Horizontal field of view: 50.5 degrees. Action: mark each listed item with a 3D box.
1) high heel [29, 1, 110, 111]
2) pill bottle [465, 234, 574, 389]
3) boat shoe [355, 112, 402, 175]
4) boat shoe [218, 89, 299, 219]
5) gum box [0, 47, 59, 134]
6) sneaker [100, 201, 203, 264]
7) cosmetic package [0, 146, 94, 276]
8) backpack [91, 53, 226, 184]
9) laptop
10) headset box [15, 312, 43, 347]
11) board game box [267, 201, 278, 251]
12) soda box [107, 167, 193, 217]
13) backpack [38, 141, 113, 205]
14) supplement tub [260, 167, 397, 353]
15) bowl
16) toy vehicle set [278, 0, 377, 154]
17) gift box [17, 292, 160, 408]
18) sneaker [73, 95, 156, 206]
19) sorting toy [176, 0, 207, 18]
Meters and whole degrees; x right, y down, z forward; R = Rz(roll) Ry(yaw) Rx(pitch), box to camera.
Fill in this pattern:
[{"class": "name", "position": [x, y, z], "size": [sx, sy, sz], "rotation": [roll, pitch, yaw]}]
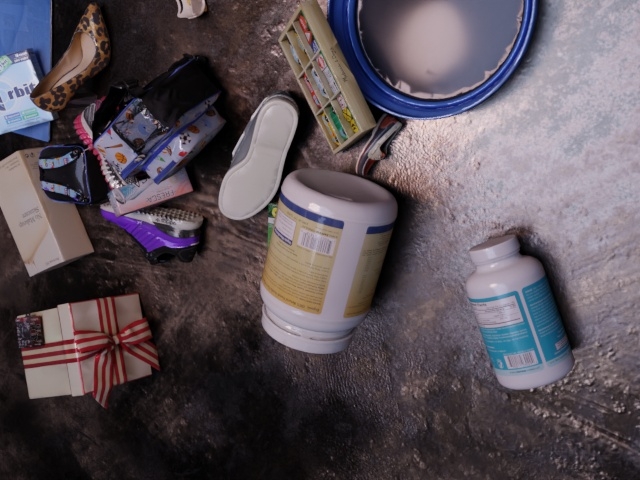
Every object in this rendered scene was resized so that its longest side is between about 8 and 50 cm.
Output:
[{"class": "high heel", "position": [-0.592, -0.430, 1.594], "size": [0.093, 0.186, 0.261], "rotation": [24, 113, 21]}, {"class": "pill bottle", "position": [0.358, 0.127, 1.249], "size": [0.146, 0.146, 0.264], "rotation": [-17, 94, 31]}, {"class": "boat shoe", "position": [0.115, -0.186, 1.358], "size": [0.043, 0.049, 0.137], "rotation": [34, 112, 15]}, {"class": "boat shoe", "position": [-0.133, -0.184, 1.480], "size": [0.116, 0.099, 0.319], "rotation": [19, 124, -15]}, {"class": "gum box", "position": [-0.785, -0.382, 1.744], "size": [0.156, 0.041, 0.185], "rotation": [-13, 107, 5]}, {"class": "sneaker", "position": [-0.424, -0.013, 1.662], "size": [0.293, 0.102, 0.146], "rotation": [14, 110, 25]}, {"class": "cosmetic package", "position": [-0.751, -0.078, 1.819], "size": [0.160, 0.113, 0.310], "rotation": [-21, 91, 31]}, {"class": "backpack", "position": [-0.358, -0.251, 1.492], "size": [0.263, 0.276, 0.213], "rotation": [-25, 104, 34]}, {"class": "laptop", "position": [-0.925, -0.470, 1.746], "size": [0.236, 0.407, 0.382], "rotation": [36, 123, 54]}, {"class": "headset box", "position": [-0.714, 0.220, 1.662], "size": [0.062, 0.032, 0.083], "rotation": [-10, 86, 34]}, {"class": "board game box", "position": [0.000, 0.000, 1.479], "size": [0.259, 0.030, 0.136], "rotation": [12, 111, 25]}, {"class": "soda box", "position": [-0.393, -0.112, 1.573], "size": [0.058, 0.183, 0.063], "rotation": [-14, 98, 61]}, {"class": "backpack", "position": [-0.626, -0.171, 1.722], "size": [0.173, 0.117, 0.158], "rotation": [4, 105, 27]}, {"class": "supplement tub", "position": [0.007, 0.039, 1.336], "size": [0.228, 0.228, 0.316], "rotation": [23, 112, 22]}, {"class": "bowl", "position": [0.199, -0.418, 1.232], "size": [0.391, 0.077, 0.391], "rotation": [7, 106, 27]}, {"class": "toy vehicle set", "position": [0.009, -0.314, 1.330], "size": [0.267, 0.035, 0.166], "rotation": [64, 160, 0]}, {"class": "gift box", "position": [-0.585, 0.286, 1.748], "size": [0.258, 0.255, 0.277], "rotation": [-14, 90, 32]}, {"class": "sneaker", "position": [-0.474, -0.209, 1.630], "size": [0.112, 0.121, 0.299], "rotation": [-37, 88, 19]}, {"class": "sorting toy", "position": [-0.294, -0.527, 1.494], "size": [0.075, 0.045, 0.083], "rotation": [-2, 102, 36]}]
